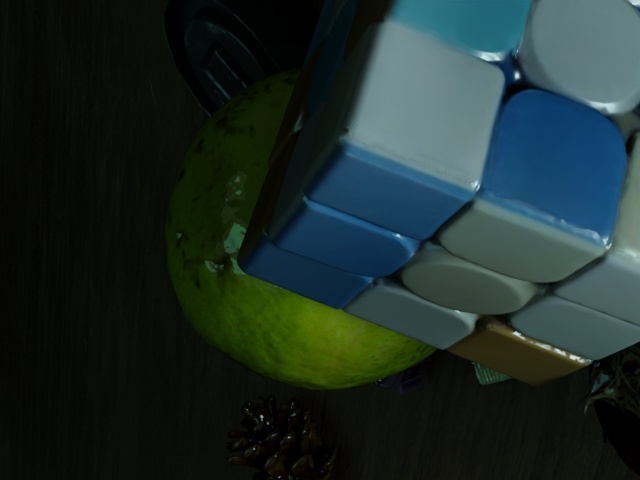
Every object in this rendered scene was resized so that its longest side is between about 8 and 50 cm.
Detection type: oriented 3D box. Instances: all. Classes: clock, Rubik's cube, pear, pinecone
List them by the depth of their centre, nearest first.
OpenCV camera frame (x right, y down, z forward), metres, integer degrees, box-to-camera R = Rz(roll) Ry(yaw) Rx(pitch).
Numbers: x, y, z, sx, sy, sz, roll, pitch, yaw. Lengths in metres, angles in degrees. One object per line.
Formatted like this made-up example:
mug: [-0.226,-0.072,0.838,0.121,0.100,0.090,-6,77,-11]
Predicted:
Rubik's cube: [0.162,-0.107,1.144,0.344,0.347,0.346,132,156,-66]
pear: [0.000,0.000,1.450,0.391,0.391,0.391,21,118,48]
clock: [-0.108,-0.239,1.767,0.281,0.055,0.280,38,153,24]
pinecone: [-0.060,0.327,1.898,0.179,0.150,0.195,-49,59,55]

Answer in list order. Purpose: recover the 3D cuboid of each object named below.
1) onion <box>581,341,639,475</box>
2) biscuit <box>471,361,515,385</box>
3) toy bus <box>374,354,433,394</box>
onion: [0.397,0.097,1.171,0.314,0.232,0.313,-27,55,49]
biscuit: [0.250,0.103,1.506,0.199,0.041,0.121,-21,82,52]
toy bus: [0.112,0.113,1.653,0.098,0.087,0.178,44,131,28]
